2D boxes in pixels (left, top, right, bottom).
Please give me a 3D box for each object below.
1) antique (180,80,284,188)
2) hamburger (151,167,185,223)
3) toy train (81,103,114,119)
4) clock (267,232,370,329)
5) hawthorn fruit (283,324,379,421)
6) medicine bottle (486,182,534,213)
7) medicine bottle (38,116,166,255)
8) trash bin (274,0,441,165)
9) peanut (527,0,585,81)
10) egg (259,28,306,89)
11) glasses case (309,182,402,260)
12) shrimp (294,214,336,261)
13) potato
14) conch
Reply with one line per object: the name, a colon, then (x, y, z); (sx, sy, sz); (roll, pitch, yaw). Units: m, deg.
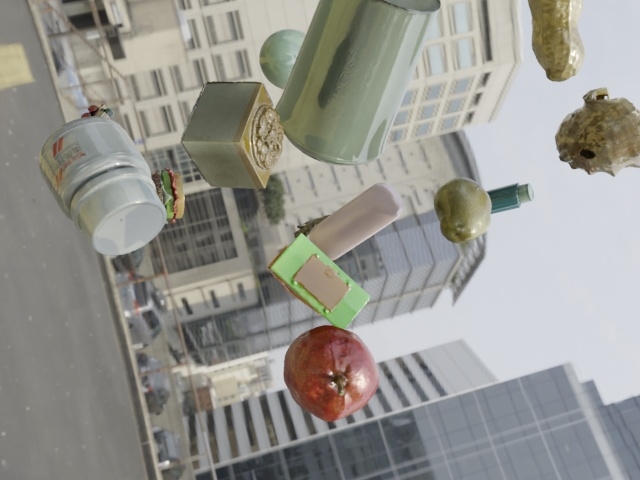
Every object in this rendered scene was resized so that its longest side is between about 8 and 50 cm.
antique: (-0.153, -0.198, 1.265); (0.147, 0.147, 0.152); (63, 37, -54)
hamburger: (-0.487, -0.130, 2.016); (0.175, 0.136, 0.175); (175, -90, -69)
toy train: (-0.683, -0.359, 2.045); (0.050, 0.087, 0.138); (76, 32, -49)
clock: (-0.026, 0.103, 1.622); (0.220, 0.106, 0.255); (43, -12, -7)
hawthorn fruit: (0.027, 0.278, 1.401); (0.253, 0.205, 0.205); (175, -99, -76)
medicine bottle: (0.594, -0.149, 2.312); (0.124, 0.258, 0.079); (60, 35, -28)
medicine bottle: (-0.551, -0.138, 1.721); (0.306, 0.245, 0.245); (52, -18, 24)
trash bin: (0.072, -0.378, 1.520); (0.280, 0.280, 0.432); (-112, -145, -43)
peanut: (0.580, -0.536, 1.657); (0.130, 0.130, 0.290); (-125, -159, -68)
egg: (-0.096, -0.611, 2.287); (0.282, 0.203, 0.203); (-18, 94, -67)
glasses case: (0.094, -0.049, 1.857); (0.113, 0.297, 0.075); (57, 29, 2)
shrimp: (0.000, 0.000, 2.039); (0.217, 0.051, 0.150); (-8, -99, 43)
potato: (0.355, -0.070, 1.699); (0.194, 0.157, 0.157); (-63, 152, -49)
conch: (0.740, -0.261, 1.760); (0.263, 0.186, 0.324); (25, 0, 29)
